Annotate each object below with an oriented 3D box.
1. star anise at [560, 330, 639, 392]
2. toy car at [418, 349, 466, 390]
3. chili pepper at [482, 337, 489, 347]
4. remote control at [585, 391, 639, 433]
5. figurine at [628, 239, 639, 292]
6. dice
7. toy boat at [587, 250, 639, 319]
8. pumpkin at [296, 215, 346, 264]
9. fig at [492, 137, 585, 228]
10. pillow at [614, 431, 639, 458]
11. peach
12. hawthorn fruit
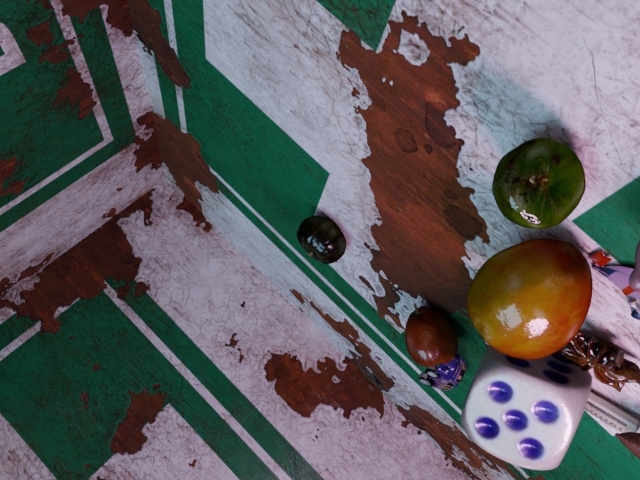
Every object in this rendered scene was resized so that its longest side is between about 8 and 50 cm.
[{"bbox_3d":[0.787,0.331,1.459,0.220,0.099,0.214,41,171,4],"label":"star anise"},{"bbox_3d":[0.528,0.534,2.182,0.158,0.172,0.235,26,151,8],"label":"toy car"},{"bbox_3d":[0.695,0.428,1.774,0.387,0.110,0.110,45,158,15],"label":"chili pepper"},{"bbox_3d":[0.892,0.531,1.648,0.230,0.049,0.090,32,153,34],"label":"remote control"},{"bbox_3d":[0.709,0.042,1.012,0.173,0.173,0.173,38,156,21],"label":"figurine"},{"bbox_3d":[0.634,0.496,1.602,0.304,0.277,0.304,22,112,27],"label":"dice"},{"bbox_3d":[0.787,0.139,1.198,0.318,0.072,0.219,56,161,3],"label":"toy boat"},{"bbox_3d":[-0.001,0.002,2.228,0.238,0.159,0.238,34,155,18],"label":"pumpkin"},{"bbox_3d":[0.467,-0.131,1.172,0.203,0.203,0.235,52,-179,-11],"label":"fig"},{"bbox_3d":[1.038,0.636,1.424,0.308,0.108,0.305,34,166,-23],"label":"pillow"},{"bbox_3d":[0.541,0.141,1.330,0.308,0.308,0.332,40,126,18],"label":"peach"},{"bbox_3d":[0.424,0.361,2.033,0.210,0.211,0.262,-22,86,66],"label":"hawthorn fruit"}]
